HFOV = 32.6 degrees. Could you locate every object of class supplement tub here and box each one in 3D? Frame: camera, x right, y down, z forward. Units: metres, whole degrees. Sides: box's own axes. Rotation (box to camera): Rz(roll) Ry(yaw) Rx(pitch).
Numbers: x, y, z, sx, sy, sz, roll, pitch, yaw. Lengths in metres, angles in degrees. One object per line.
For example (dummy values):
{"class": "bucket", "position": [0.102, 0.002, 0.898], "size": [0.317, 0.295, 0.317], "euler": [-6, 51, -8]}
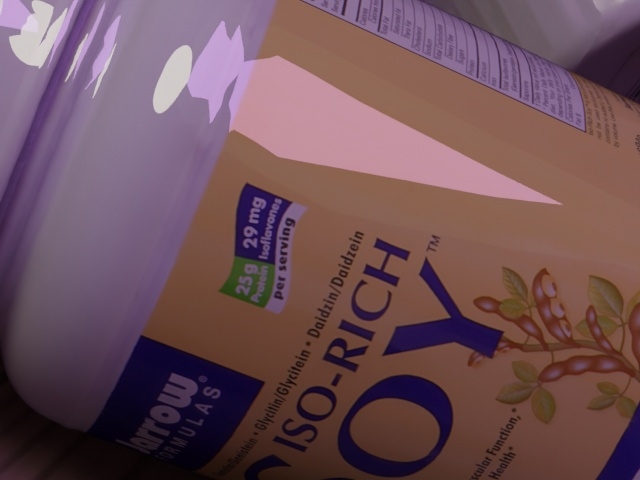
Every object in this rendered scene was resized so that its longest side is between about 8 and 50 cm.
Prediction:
{"class": "supplement tub", "position": [0.000, 0.000, 0.512], "size": [0.331, 0.241, 0.241], "euler": [22, 44, -12]}

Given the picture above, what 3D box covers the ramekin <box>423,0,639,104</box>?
{"class": "ramekin", "position": [0.224, -0.156, 0.772], "size": [0.277, 0.277, 0.135], "euler": [-1, 61, -31]}
